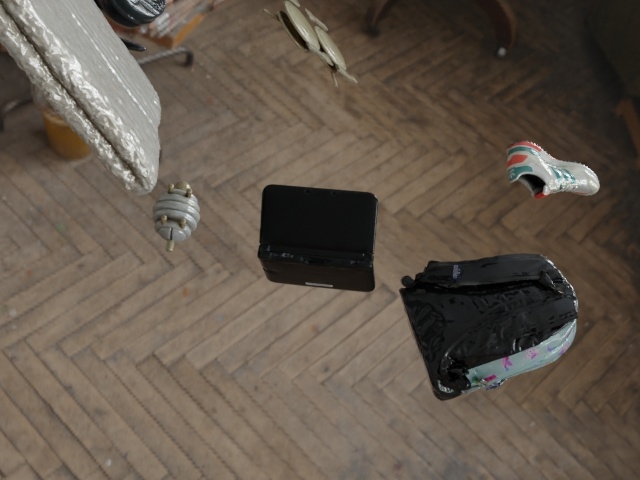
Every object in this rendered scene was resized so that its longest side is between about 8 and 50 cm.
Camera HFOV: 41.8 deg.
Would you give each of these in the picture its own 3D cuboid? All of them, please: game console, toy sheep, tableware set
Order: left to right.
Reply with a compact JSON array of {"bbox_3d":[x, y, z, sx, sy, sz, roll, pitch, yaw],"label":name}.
[{"bbox_3d":[-0.249,-0.043,1.441,0.091,0.091,0.132,16,66,-6],"label":"toy sheep"},{"bbox_3d":[-0.017,-0.308,1.306,0.128,0.039,0.194,63,18,18],"label":"tableware set"},{"bbox_3d":[0.000,0.000,0.893,0.122,0.107,0.071,6,65,10],"label":"game console"}]

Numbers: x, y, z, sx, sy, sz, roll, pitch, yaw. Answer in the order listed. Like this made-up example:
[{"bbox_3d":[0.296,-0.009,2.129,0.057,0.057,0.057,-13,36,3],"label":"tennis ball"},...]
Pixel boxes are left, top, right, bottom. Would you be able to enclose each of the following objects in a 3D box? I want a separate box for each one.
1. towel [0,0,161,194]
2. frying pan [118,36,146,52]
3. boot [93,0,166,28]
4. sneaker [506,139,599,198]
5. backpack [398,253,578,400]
[{"bbox_3d":[-0.238,-0.185,0.775,0.049,0.282,0.187,-26,35,10],"label":"towel"},{"bbox_3d":[-0.424,-0.333,1.240,0.326,0.053,0.197,18,12,43],"label":"frying pan"},{"bbox_3d":[-0.298,-0.288,1.020,0.094,0.207,0.246,35,27,-44],"label":"boot"},{"bbox_3d":[0.346,-0.087,1.259,0.161,0.057,0.075,22,61,-17],"label":"sneaker"},{"bbox_3d":[0.193,0.090,0.935,0.182,0.115,0.152,-18,63,1],"label":"backpack"}]
